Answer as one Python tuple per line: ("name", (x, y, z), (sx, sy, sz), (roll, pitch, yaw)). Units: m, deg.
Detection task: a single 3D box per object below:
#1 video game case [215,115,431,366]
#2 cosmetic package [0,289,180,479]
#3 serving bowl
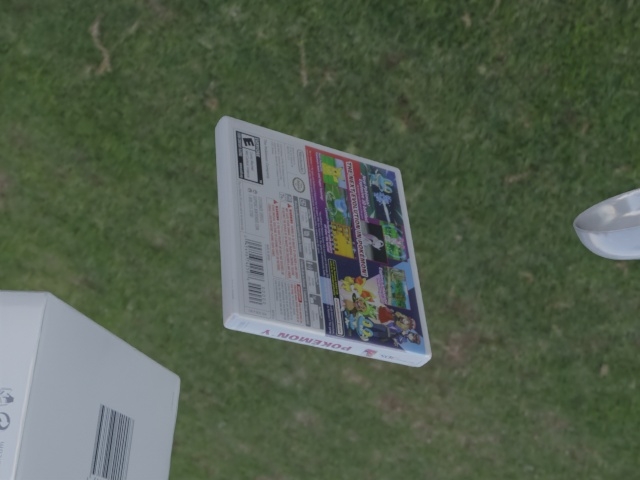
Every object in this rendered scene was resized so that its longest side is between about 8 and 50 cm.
("video game case", (0.000, 0.000, 0.893), (0.183, 0.201, 0.023), (14, 140, -27))
("cosmetic package", (-0.235, 0.120, 0.672), (0.224, 0.138, 0.224), (0, 161, 12))
("serving bowl", (0.187, -0.009, 0.605), (0.083, 0.083, 0.027), (-10, 105, 38))
